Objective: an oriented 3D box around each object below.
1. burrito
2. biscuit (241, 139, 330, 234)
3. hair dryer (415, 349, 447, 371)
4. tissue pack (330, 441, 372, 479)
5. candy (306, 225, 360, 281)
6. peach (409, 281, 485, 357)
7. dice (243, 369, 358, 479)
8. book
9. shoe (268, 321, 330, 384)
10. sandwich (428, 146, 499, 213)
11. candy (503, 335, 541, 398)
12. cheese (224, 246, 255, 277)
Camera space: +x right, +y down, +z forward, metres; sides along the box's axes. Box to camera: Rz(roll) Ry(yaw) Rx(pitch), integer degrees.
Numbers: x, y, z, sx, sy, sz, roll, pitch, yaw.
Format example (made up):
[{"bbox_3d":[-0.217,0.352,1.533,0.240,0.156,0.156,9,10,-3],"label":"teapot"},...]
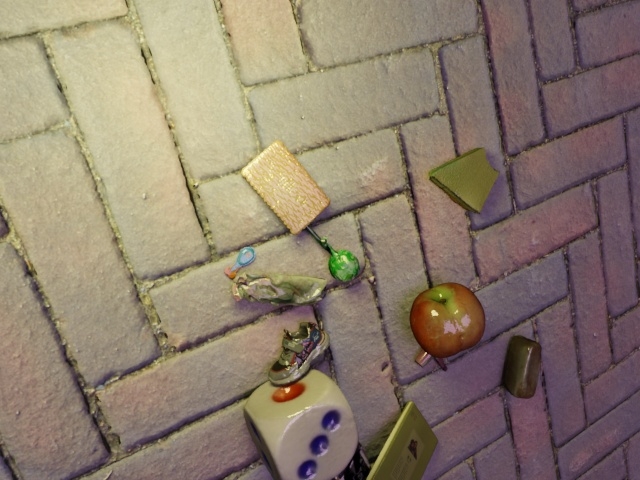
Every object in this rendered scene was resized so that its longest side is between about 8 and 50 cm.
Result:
[{"bbox_3d":[-0.116,0.147,1.380,0.309,0.066,0.096,5,93,-27],"label":"burrito"},{"bbox_3d":[-0.099,-0.154,1.346,0.160,0.030,0.249,-45,103,-14],"label":"biscuit"},{"bbox_3d":[0.420,0.435,1.673,0.154,0.054,0.106,42,84,-28],"label":"hair dryer"},{"bbox_3d":[0.027,0.819,1.509,0.333,0.123,0.244,-28,110,-18],"label":"tissue pack"},{"bbox_3d":[0.002,-0.001,1.413,0.097,0.097,0.323,-46,105,-12],"label":"candy"},{"bbox_3d":[0.425,0.272,1.551,0.253,0.252,0.252,-4,99,-24],"label":"peach"},{"bbox_3d":[-0.060,0.554,1.371,0.259,0.243,0.251,-22,106,-23],"label":"dice"},{"bbox_3d":[0.290,0.777,1.602,0.352,0.035,0.239,-49,117,-35],"label":"book"},{"bbox_3d":[-0.079,0.331,1.400,0.228,0.099,0.125,-40,119,-20],"label":"shoe"},{"bbox_3d":[0.505,-0.243,1.608,0.245,0.063,0.212,33,80,-25],"label":"sandwich"},{"bbox_3d":[0.799,0.501,1.816,0.102,0.104,0.233,11,93,-24],"label":"candy"},{"bbox_3d":[-0.232,0.062,1.342,0.111,0.017,0.047,-46,109,-11],"label":"cheese"}]
